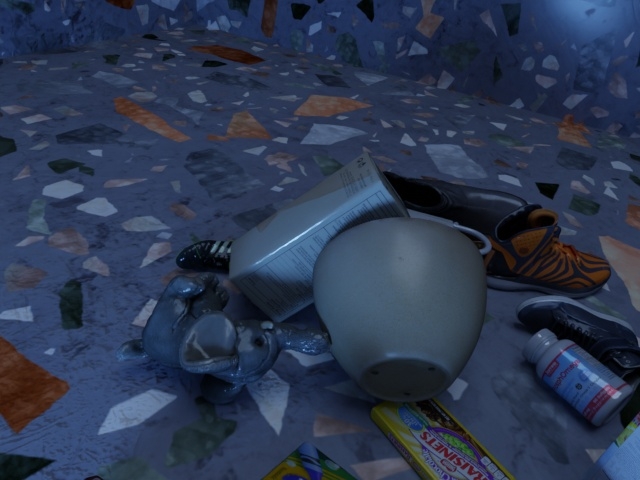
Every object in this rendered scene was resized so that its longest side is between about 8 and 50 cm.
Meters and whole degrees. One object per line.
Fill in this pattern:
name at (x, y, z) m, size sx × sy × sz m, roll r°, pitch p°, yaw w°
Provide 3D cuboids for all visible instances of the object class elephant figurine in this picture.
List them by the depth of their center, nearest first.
elephant figurine at (-0.145, 0.160, 0.714) m, size 0.239 × 0.186 × 0.169 m, roll 33°, pitch 10°, yaw 33°

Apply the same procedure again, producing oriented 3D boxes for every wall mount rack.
wall mount rack at (0.169, 0.032, 1.009) m, size 0.350 × 0.130 × 0.304 m, roll 17°, pitch 32°, yaw 12°

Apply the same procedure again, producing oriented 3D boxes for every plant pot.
plant pot at (0.124, 0.131, 0.733) m, size 0.284 × 0.284 × 0.191 m, roll 6°, pitch 45°, yaw -3°

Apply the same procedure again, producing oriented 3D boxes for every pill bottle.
pill bottle at (0.430, 0.227, 0.808) m, size 0.087 × 0.087 × 0.160 m, roll -15°, pitch 40°, yaw -30°

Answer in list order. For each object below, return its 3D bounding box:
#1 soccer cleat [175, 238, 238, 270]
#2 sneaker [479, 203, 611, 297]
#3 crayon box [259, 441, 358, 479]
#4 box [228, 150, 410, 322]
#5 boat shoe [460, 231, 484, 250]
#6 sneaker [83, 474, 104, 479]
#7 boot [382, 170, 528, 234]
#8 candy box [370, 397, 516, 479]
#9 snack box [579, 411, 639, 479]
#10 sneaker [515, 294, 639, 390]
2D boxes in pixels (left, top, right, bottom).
soccer cleat at (-0.203, 0.034, 0.975) m, size 0.179 × 0.060 × 0.072 m, roll -9°, pitch 40°, yaw -28°
sneaker at (0.512, 0.021, 1.038) m, size 0.321 × 0.180 × 0.124 m, roll 1°, pitch 36°, yaw -11°
crayon box at (0.061, 0.348, 0.448) m, size 0.323 × 0.083 × 0.203 m, roll 31°, pitch 5°, yaw 19°
box at (0.000, 0.000, 0.849) m, size 0.311 × 0.148 × 0.121 m, roll -31°, pitch 33°, yaw 14°
boat shoe at (0.323, -0.010, 1.148) m, size 0.178 × 0.060 × 0.064 m, roll 26°, pitch 38°, yaw 23°
sneaker at (-0.232, 0.350, 0.421) m, size 0.106 × 0.162 × 0.281 m, roll -1°, pitch 35°, yaw -14°
boot at (0.311, -0.085, 1.136) m, size 0.338 × 0.118 × 0.223 m, roll 11°, pitch 5°, yaw 27°
candy box at (0.177, 0.305, 0.694) m, size 0.105 × 0.027 × 0.206 m, roll -19°, pitch 43°, yaw -31°
snack box at (0.445, 0.293, 0.610) m, size 0.175 × 0.207 × 0.070 m, roll -2°, pitch 36°, yaw -16°
sneaker at (0.482, 0.190, 0.873) m, size 0.226 × 0.086 × 0.163 m, roll 15°, pitch 32°, yaw 7°
